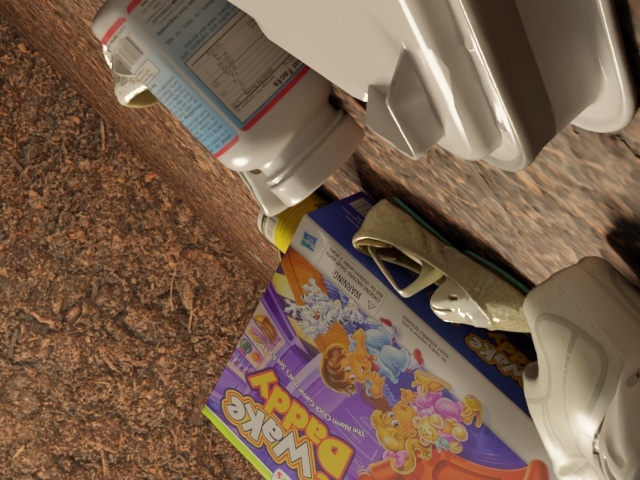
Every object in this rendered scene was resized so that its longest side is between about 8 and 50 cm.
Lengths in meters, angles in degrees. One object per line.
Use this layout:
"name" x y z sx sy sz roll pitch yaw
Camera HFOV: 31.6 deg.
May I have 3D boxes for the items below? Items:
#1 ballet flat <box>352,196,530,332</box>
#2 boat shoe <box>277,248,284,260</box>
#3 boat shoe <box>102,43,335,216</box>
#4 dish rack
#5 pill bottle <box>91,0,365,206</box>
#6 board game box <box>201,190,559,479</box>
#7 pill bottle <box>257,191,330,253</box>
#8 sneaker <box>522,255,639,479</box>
"ballet flat" 0.084 0.028 0.771 0.168 0.052 0.057 38 170 44
"boat shoe" 0.014 0.057 1.318 0.178 0.064 0.060 44 172 -14
"boat shoe" -0.104 -0.130 0.759 0.277 0.096 0.098 45 174 4
"dish rack" -0.044 -0.158 0.366 0.285 0.072 0.333 39 172 37
"pill bottle" -0.051 -0.099 0.673 0.160 0.087 0.087 46 173 -10
"board game box" 0.086 0.163 0.874 0.347 0.233 0.078 42 -143 19
"pill bottle" 0.000 0.000 1.055 0.116 0.065 0.065 41 172 31
"sneaker" 0.169 0.109 0.602 0.118 0.110 0.292 50 169 34
